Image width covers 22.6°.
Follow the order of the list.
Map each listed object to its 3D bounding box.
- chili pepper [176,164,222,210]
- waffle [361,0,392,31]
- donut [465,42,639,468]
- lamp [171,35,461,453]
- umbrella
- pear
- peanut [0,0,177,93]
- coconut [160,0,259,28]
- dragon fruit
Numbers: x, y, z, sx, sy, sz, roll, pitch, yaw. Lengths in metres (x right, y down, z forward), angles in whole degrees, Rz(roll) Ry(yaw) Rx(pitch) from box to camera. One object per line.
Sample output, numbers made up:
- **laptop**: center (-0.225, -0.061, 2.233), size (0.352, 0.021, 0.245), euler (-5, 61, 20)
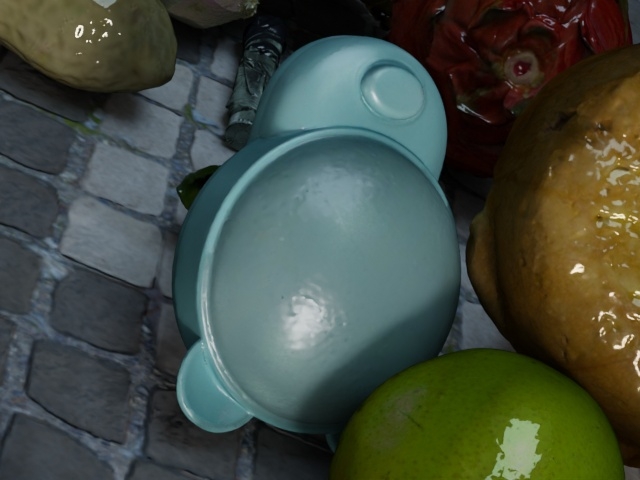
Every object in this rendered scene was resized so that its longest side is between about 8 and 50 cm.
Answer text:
- **chili pepper**: center (-0.011, -0.071, 1.333), size (0.085, 0.076, 0.359), euler (10, 19, 18)
- **waffle**: center (-0.024, -0.310, 1.560), size (0.302, 0.068, 0.325), euler (38, 6, 21)
- **donut**: center (0.263, 0.012, 1.095), size (0.317, 0.299, 0.150), euler (12, -6, -7)
- **lamp**: center (0.007, 0.000, 1.094), size (0.209, 0.147, 0.284), euler (20, 67, -35)
- **umbrella**: center (-0.053, -0.142, 1.418), size (0.050, 0.046, 0.188), euler (8, 35, -1)
- **pear**: center (0.091, 0.167, 1.004), size (0.187, 0.187, 0.219), euler (40, 47, 12)
- **peanut**: center (-0.229, -0.202, 1.290), size (0.256, 0.123, 0.123), euler (27, 32, -12)
- **coconut**: center (-0.110, -0.254, 1.438), size (0.122, 0.116, 0.116), euler (21, 28, -53)
- **dragon fruit**: center (0.170, -0.166, 1.444), size (0.241, 0.252, 0.241), euler (-2, 67, 6)
